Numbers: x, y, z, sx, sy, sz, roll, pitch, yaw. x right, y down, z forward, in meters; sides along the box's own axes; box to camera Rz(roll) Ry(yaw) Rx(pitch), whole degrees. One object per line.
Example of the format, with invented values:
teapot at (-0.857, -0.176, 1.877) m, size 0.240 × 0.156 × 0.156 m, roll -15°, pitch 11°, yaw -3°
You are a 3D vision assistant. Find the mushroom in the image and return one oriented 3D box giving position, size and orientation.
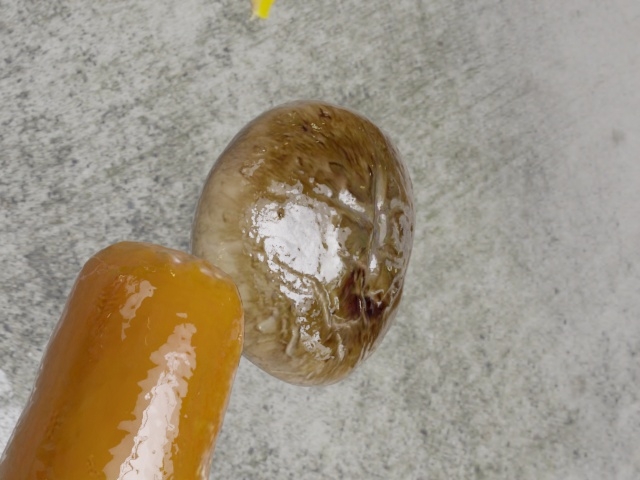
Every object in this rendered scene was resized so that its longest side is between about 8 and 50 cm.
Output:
mushroom at (0.000, 0.000, 0.769) m, size 0.278 × 0.146 × 0.278 m, roll 9°, pitch 77°, yaw -45°

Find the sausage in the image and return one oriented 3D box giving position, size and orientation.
sausage at (-0.101, 0.118, 0.380) m, size 0.098 × 0.098 × 0.238 m, roll 29°, pitch 66°, yaw -35°
